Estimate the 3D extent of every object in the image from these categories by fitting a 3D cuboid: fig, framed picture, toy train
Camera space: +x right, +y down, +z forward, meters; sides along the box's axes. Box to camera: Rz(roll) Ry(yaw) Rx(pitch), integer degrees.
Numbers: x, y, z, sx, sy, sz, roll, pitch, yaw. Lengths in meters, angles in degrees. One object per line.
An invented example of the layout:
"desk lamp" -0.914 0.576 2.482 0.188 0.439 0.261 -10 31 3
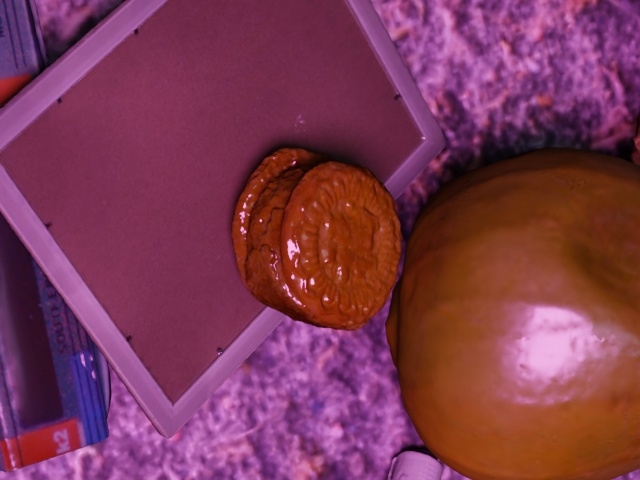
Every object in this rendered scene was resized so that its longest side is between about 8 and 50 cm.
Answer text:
"fig" 0.152 0.039 0.978 0.230 0.207 0.207 -24 108 12
"framed picture" -0.055 -0.053 0.941 0.274 0.017 0.217 -45 120 -28
"toy train" -0.197 -0.080 0.893 0.089 0.086 0.409 -18 105 -31

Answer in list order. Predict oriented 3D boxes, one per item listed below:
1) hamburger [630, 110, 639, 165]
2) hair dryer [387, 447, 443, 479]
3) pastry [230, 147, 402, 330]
"hamburger" 0.320 -0.068 1.074 0.286 0.146 0.243 10 88 -20
"hair dryer" 0.035 0.221 1.000 0.131 0.073 0.236 58 45 -46
"pastry" 0.000 0.000 0.944 0.097 0.057 0.109 -29 113 -36
